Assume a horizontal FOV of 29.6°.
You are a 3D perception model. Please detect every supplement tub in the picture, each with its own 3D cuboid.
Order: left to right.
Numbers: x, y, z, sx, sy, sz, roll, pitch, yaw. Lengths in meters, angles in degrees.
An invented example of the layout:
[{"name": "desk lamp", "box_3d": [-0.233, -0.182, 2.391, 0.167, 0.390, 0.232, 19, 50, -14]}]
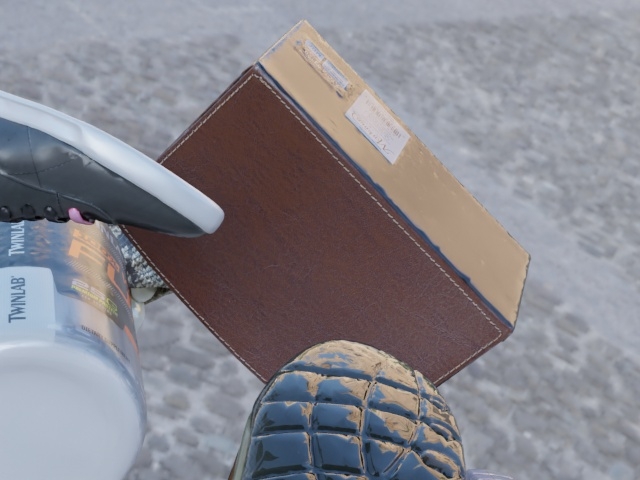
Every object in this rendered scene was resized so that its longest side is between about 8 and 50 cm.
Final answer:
[{"name": "supplement tub", "box_3d": [-0.275, 0.082, 1.117, 0.207, 0.207, 0.338, 10, 27, -20]}]

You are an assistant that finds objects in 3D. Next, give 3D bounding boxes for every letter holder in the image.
[{"name": "letter holder", "box_3d": [0.000, 0.000, 1.065, 0.302, 0.214, 0.152, 45, 27, -7]}]

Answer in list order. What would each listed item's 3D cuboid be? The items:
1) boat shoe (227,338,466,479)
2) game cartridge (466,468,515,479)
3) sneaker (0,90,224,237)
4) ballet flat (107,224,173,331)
[{"name": "boat shoe", "box_3d": [-0.016, 0.174, 0.603, 0.122, 0.120, 0.324, 31, 34, -2]}, {"name": "game cartridge", "box_3d": [0.145, 0.399, 1.097, 0.068, 0.355, 0.230, 7, -3, -5]}, {"name": "sneaker", "box_3d": [-0.218, -0.022, 0.781, 0.296, 0.147, 0.104, 21, -6, 1]}, {"name": "ballet flat", "box_3d": [-0.361, 0.145, 1.463, 0.182, 0.483, 0.164, 59, 16, 23]}]
